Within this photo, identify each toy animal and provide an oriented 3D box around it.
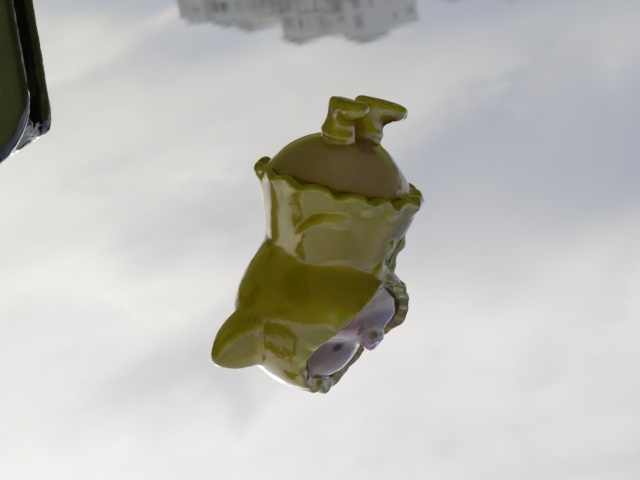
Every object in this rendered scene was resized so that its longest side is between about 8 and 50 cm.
[{"bbox_3d":[0.003,0.000,1.058,0.156,0.230,0.156,18,-167,-5],"label":"toy animal"}]

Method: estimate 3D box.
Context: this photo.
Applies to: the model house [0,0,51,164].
[{"bbox_3d":[-0.274,-0.111,0.887,0.205,0.218,0.279,-10,173,-3],"label":"model house"}]
